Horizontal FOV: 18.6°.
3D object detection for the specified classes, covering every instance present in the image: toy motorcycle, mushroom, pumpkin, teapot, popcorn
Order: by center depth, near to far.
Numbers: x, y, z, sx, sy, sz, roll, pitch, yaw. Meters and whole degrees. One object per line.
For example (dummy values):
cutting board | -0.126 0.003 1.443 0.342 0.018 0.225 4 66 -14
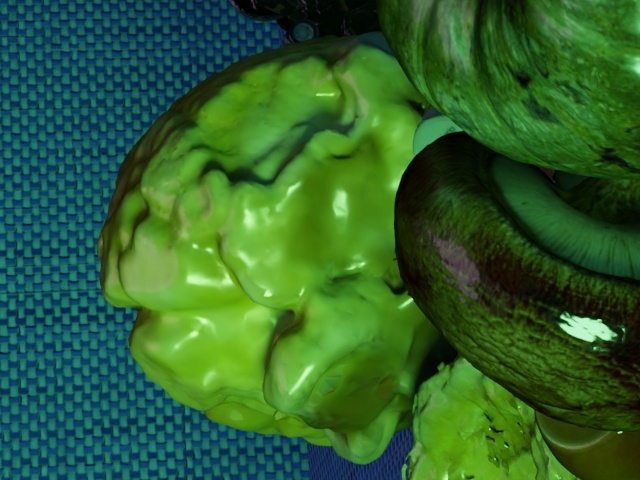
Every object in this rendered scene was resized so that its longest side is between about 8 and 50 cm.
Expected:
pumpkin | 0.186 -0.152 1.002 0.232 0.242 0.325 52 148 26
mushroom | 0.142 0.031 1.105 0.194 0.231 0.138 -50 -17 -52
teapot | 0.203 0.109 1.229 0.173 0.116 0.116 34 129 54
popcorn | 0.005 -0.004 1.602 0.390 0.354 0.344 -5 -66 -79
toy motorcycle | 0.040 -0.238 1.939 0.187 0.274 0.125 -49 -7 -14

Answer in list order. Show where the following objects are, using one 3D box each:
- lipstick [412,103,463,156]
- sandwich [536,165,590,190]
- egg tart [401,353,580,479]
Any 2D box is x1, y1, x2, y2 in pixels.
lipstick | 0.131 -0.130 1.471 0.264 0.059 0.059 -59 -23 -53
sandwich | 0.182 -0.025 1.292 0.186 0.108 0.220 -112 23 -72
egg tart | 0.154 0.209 1.388 0.288 0.118 0.288 -9 80 63
